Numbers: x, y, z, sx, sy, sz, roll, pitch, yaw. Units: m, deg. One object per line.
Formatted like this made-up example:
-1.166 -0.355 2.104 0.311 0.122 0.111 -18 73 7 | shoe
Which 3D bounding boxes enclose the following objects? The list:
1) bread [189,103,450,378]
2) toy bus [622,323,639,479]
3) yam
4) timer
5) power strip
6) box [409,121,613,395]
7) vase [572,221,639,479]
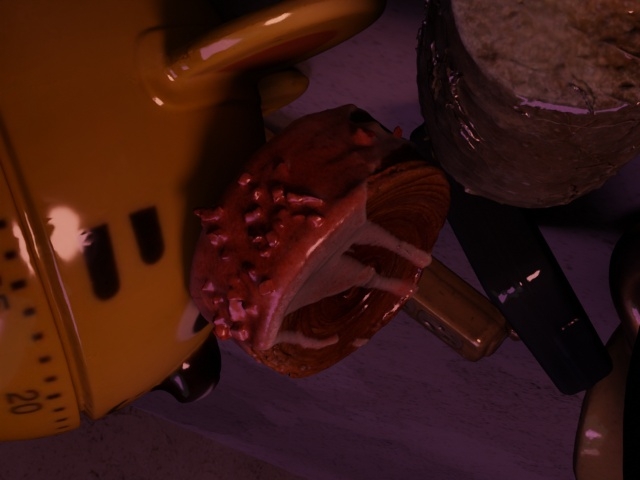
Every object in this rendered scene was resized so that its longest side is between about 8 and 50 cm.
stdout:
0.000 0.000 0.914 0.073 0.160 0.160 43 175 25 | bread
0.288 0.042 0.933 0.162 0.171 0.386 7 141 3 | toy bus
0.120 -0.101 0.807 0.154 0.154 0.254 18 166 0 | yam
-0.158 -0.055 1.008 0.387 0.376 0.376 -18 171 -15 | timer
0.023 -0.004 1.254 0.305 0.044 0.064 38 166 8 | power strip
0.141 0.012 1.182 0.050 0.160 0.230 -30 150 7 | box
0.323 0.114 1.240 0.302 0.241 0.329 18 142 55 | vase
